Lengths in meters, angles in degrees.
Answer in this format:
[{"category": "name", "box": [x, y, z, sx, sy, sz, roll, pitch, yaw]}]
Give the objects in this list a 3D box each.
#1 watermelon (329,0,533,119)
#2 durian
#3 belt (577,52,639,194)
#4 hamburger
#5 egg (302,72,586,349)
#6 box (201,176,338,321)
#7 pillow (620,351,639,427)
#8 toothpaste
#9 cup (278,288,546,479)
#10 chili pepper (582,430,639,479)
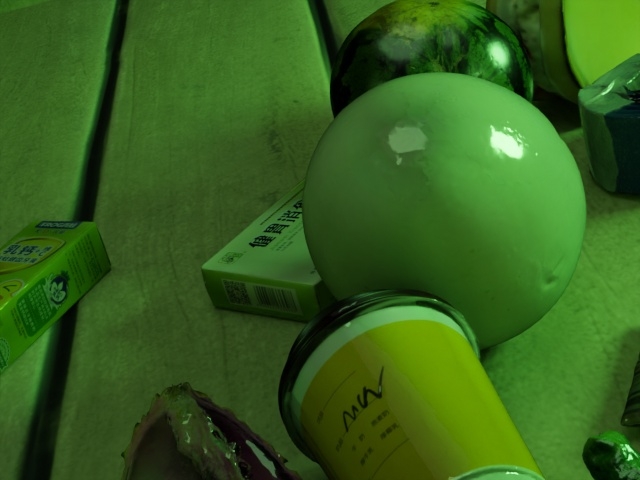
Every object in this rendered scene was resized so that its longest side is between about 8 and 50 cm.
[{"category": "watermelon", "box": [0.142, -0.198, 1.643, 0.269, 0.269, 0.269, -12, 28, 6]}, {"category": "durian", "box": [-0.088, 0.240, 1.081, 0.186, 0.154, 0.260, -38, 34, 5]}, {"category": "belt", "box": [0.489, -0.178, 1.563, 0.347, 0.117, 0.212, -24, 27, -16]}, {"category": "hamburger", "box": [0.361, -0.322, 1.773, 0.303, 0.261, 0.186, -13, 16, -40]}, {"category": "egg", "box": [0.120, -0.031, 1.264, 0.283, 0.345, 0.283, -7, 72, 24]}, {"category": "box", "box": [0.000, 0.001, 1.544, 0.175, 0.062, 0.260, 7, 35, 36]}, {"category": "pillow", "box": [0.355, 0.113, 1.181, 0.113, 0.038, 0.203, -4, 29, 27]}, {"category": "toothpaste", "box": [-0.404, 0.085, 1.576, 0.110, 0.077, 0.327, 1, 32, 30]}, {"category": "cup", "box": [0.086, 0.175, 1.059, 0.196, 0.196, 0.279, -21, 35, -10]}, {"category": "chili pepper", "box": [0.291, 0.205, 1.004, 0.050, 0.073, 0.182, -8, 11, -42]}]
